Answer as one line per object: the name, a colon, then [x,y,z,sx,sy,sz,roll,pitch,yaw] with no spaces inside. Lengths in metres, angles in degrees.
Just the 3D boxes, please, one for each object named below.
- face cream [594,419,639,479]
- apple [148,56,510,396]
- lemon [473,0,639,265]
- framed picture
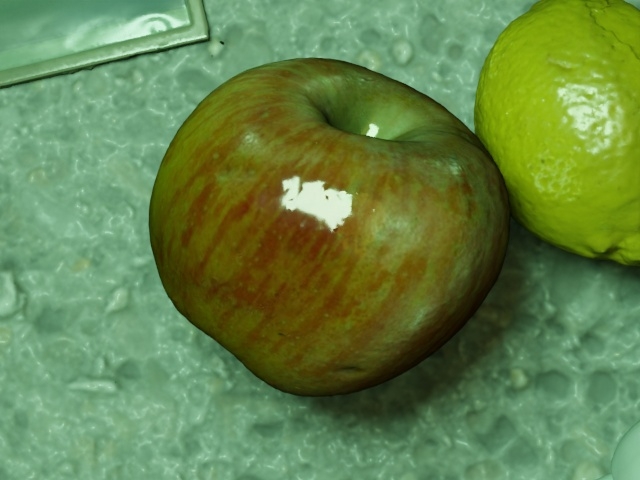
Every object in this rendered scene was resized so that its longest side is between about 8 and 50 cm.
face cream: [0.327,0.179,1.290,0.369,0.145,0.145,-25,82,12]
apple: [0.000,0.000,1.343,0.301,0.301,0.302,0,83,4]
lemon: [0.235,-0.094,1.379,0.204,0.204,0.260,-23,73,1]
framed picture: [-0.264,-0.257,1.521,0.289,0.016,0.213,-13,82,2]
